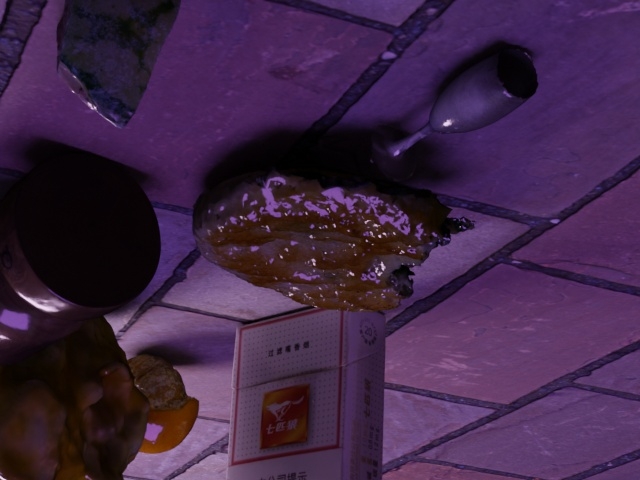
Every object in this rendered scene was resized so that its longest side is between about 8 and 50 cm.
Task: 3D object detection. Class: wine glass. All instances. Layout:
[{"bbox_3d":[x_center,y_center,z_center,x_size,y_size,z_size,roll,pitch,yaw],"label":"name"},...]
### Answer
[{"bbox_3d":[0.128,-0.120,1.344,0.066,0.066,0.198,18,152,-30],"label":"wine glass"}]

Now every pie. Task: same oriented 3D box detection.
[{"bbox_3d":[0.000,0.000,1.567,0.296,0.078,0.371,10,162,-9],"label":"pie"}]

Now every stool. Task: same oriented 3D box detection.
[{"bbox_3d":[-0.323,0.028,1.581,0.179,0.179,0.264,19,151,-31],"label":"stool"}]

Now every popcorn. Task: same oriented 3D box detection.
[{"bbox_3d":[-0.389,0.218,1.818,0.334,0.292,0.294,12,175,-43],"label":"popcorn"}]

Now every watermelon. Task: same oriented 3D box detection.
[{"bbox_3d":[-0.191,-0.191,1.251,0.098,0.121,0.158,27,-166,-16],"label":"watermelon"}]

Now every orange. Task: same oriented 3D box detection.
[{"bbox_3d":[-0.254,0.245,2.100,0.134,0.156,0.156,-3,166,-44],"label":"orange"}]

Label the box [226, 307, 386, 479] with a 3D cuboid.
[{"bbox_3d":[-0.021,0.261,1.879,0.210,0.330,0.095,-15,150,36],"label":"box"}]
